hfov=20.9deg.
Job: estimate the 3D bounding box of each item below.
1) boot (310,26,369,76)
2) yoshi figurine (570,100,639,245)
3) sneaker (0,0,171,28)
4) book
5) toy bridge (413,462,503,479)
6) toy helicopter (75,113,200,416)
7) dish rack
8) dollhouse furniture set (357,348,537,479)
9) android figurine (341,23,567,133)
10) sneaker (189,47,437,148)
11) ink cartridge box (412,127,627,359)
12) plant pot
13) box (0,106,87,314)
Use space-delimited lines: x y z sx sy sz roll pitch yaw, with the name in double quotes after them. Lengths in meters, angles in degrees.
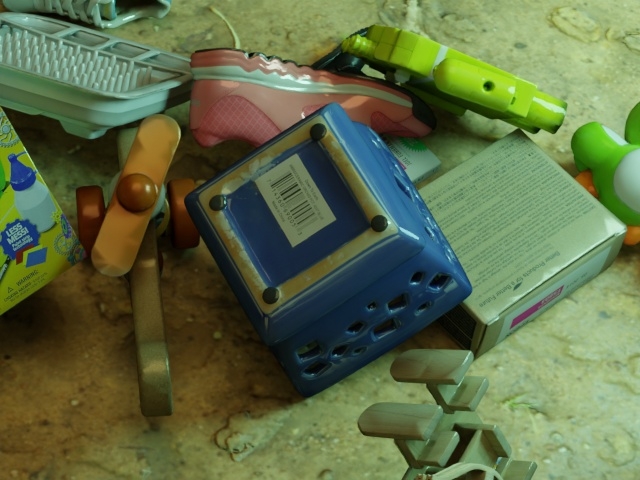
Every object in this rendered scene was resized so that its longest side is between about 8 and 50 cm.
0.052 -0.209 2.218 0.121 0.045 0.099 -37 63 -20 "boot"
0.473 -0.057 2.076 0.362 0.204 0.203 40 44 24 "yoshi figurine"
-0.304 -0.323 2.237 0.228 0.087 0.092 -7 51 -10 "sneaker"
0.064 -0.089 2.144 0.144 0.035 0.096 -32 65 -28 "book"
0.155 0.255 1.727 0.026 0.188 0.063 -1 71 40 "toy bridge"
-0.191 0.025 1.906 0.140 0.235 0.355 -4 55 -9 "toy helicopter"
-0.307 -0.195 2.062 0.285 0.072 0.333 18 15 12 "dish rack"
0.088 0.264 1.794 0.161 0.212 0.242 -2 42 41 "dollhouse furniture set"
0.157 -0.194 2.102 0.272 0.248 0.056 20 90 -11 "android figurine"
-0.016 -0.142 2.101 0.313 0.116 0.136 10 92 -16 "sneaker"
0.209 0.001 2.056 0.234 0.088 0.193 -31 64 -25 "ink cartridge box"
0.000 0.000 1.905 0.236 0.212 0.236 -33 66 4 "plant pot"
-0.457 -0.031 1.843 0.290 0.279 0.177 -36 24 -17 "box"
